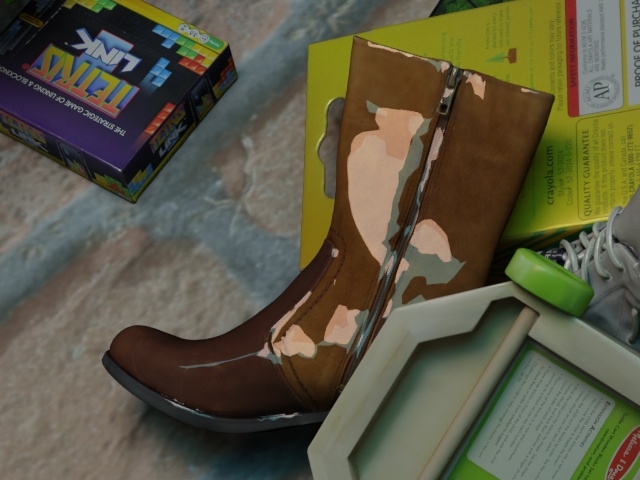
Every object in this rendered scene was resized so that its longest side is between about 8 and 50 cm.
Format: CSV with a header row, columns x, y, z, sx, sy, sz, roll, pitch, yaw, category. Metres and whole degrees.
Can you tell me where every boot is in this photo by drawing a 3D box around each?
x,y,z,sx,sy,sz,roll,pitch,yaw,category
0.000,0.000,1.325,0.264,0.096,0.280,14,94,21,boot
0.192,0.021,1.270,0.123,0.258,0.095,6,48,16,boot

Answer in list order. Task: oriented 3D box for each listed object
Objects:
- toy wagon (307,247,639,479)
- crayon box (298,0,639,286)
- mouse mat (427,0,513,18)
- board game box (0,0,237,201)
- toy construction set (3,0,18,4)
x,y,z,sx,sy,sz,roll,pitch,yaw,category
0.163,0.182,1.223,0.344,0.068,0.267,32,98,9,toy wagon
0.146,-0.073,1.405,0.318,0.081,0.202,-8,60,21,crayon box
0.130,-0.119,1.513,0.152,0.007,0.189,24,66,21,mouse mat
-0.175,-0.127,1.540,0.170,0.048,0.141,27,65,23,board game box
-0.308,-0.200,1.455,0.215,0.151,0.327,-24,20,13,toy construction set
